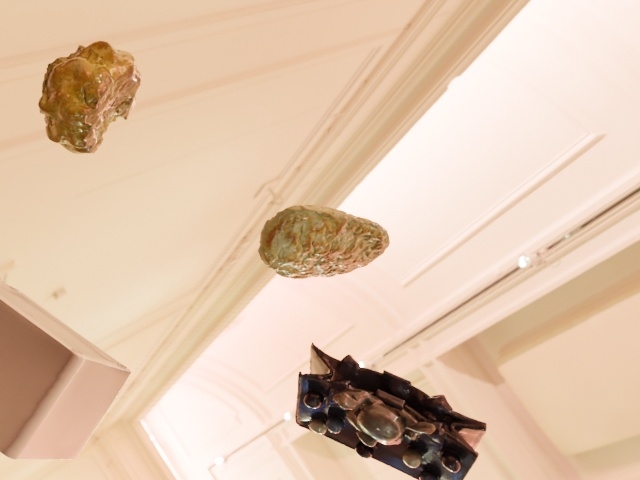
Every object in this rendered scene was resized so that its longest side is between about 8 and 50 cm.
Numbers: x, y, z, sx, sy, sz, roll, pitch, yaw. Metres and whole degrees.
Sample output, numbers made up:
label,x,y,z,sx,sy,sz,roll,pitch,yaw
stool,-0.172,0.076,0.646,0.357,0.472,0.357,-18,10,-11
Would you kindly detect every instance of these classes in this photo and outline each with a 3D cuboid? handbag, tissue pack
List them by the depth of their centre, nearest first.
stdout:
label,x,y,z,sx,sy,sz,roll,pitch,yaw
tissue pack,-0.397,0.155,0.854,0.246,0.136,0.159,30,-11,18
handbag,0.109,0.314,1.149,0.325,0.118,0.269,21,-33,14

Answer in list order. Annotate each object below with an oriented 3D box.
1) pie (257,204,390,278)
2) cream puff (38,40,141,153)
label,x,y,z,sx,sy,sz,roll,pitch,yaw
pie,0.000,0.000,1.260,0.201,0.247,0.090,-49,-140,41
cream puff,-0.559,-0.346,1.562,0.185,0.282,0.282,30,-44,-1
